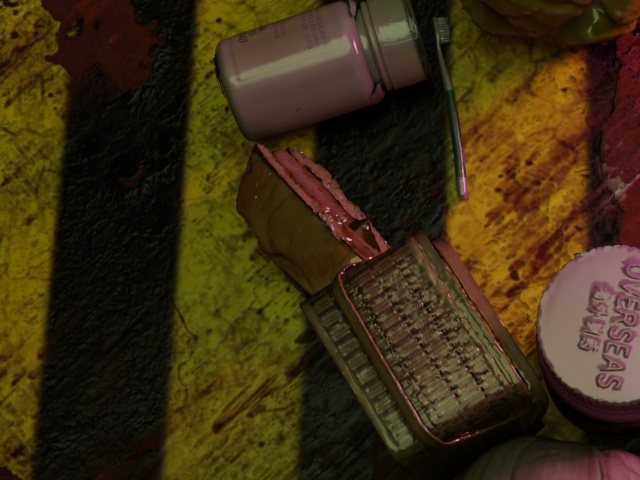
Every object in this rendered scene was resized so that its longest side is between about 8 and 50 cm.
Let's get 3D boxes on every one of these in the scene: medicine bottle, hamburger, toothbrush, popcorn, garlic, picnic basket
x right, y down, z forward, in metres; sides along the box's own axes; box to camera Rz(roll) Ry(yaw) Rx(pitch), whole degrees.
[{"bbox_3d":[0.006,-0.228,1.769,0.258,0.143,0.143,-17,72,8],"label":"medicine bottle"},{"bbox_3d":[0.000,0.000,1.723,0.262,0.124,0.131,48,117,30],"label":"hamburger"},{"bbox_3d":[0.170,-0.174,1.785,0.024,0.018,0.257,-6,73,4],"label":"toothbrush"},{"bbox_3d":[0.307,-0.377,1.697,0.282,0.247,0.282,0,72,-1],"label":"popcorn"},{"bbox_3d":[0.259,0.334,1.489,0.318,0.317,0.259,15,50,16],"label":"garlic"},{"bbox_3d":[0.330,0.120,1.526,0.178,0.290,0.178,-3,76,11],"label":"medicine bottle"},{"bbox_3d":[0.130,0.141,1.552,0.175,0.313,0.228,-33,69,2],"label":"picnic basket"}]
